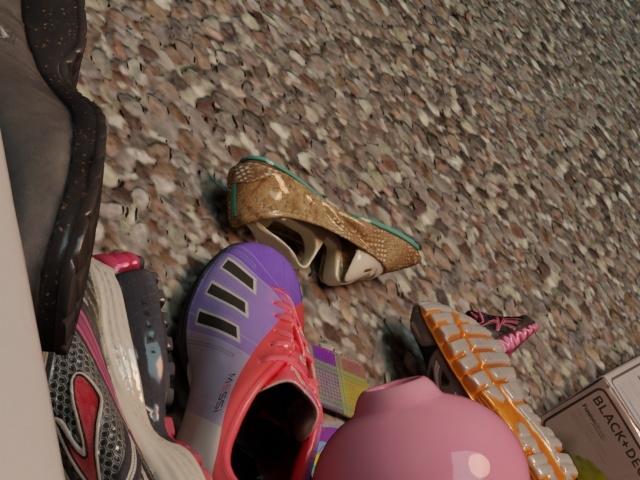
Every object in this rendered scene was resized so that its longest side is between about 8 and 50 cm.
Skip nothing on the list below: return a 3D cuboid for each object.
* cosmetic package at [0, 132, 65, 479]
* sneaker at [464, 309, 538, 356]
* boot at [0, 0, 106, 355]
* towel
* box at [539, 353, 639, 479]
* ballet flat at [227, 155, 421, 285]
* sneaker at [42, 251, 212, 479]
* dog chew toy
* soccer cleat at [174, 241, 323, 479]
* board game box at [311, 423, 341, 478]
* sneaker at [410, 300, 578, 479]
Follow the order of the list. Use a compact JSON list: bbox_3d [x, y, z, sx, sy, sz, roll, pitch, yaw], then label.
[{"bbox_3d":[-0.304,0.077,0.396,0.329,0.327,0.393,17,44,-43],"label":"cosmetic package"},{"bbox_3d":[0.162,0.083,1.280,0.057,0.047,0.119,47,28,14],"label":"sneaker"},{"bbox_3d":[-0.244,-0.062,0.770,0.223,0.118,0.338,5,32,-19],"label":"boot"},{"bbox_3d":[0.010,0.113,1.077,0.083,0.009,0.060,25,41,-36],"label":"towel"},{"bbox_3d":[0.344,0.195,1.356,0.290,0.087,0.169,-14,70,-57],"label":"box"},{"bbox_3d":[0.000,0.000,1.142,0.206,0.073,0.067,26,67,-32],"label":"ballet flat"},{"bbox_3d":[-0.139,0.134,0.773,0.112,0.121,0.299,7,44,-32],"label":"sneaker"},{"bbox_3d":[0.086,0.244,0.802,0.207,0.207,0.331,-11,86,-56],"label":"dog chew toy"},{"bbox_3d":[-0.039,0.100,0.921,0.109,0.116,0.318,39,34,-20],"label":"soccer cleat"},{"bbox_3d":[0.067,0.189,1.032,0.169,0.033,0.133,15,39,-43],"label":"board game box"},{"bbox_3d":[0.126,0.145,1.132,0.084,0.083,0.215,5,50,-50],"label":"sneaker"}]
